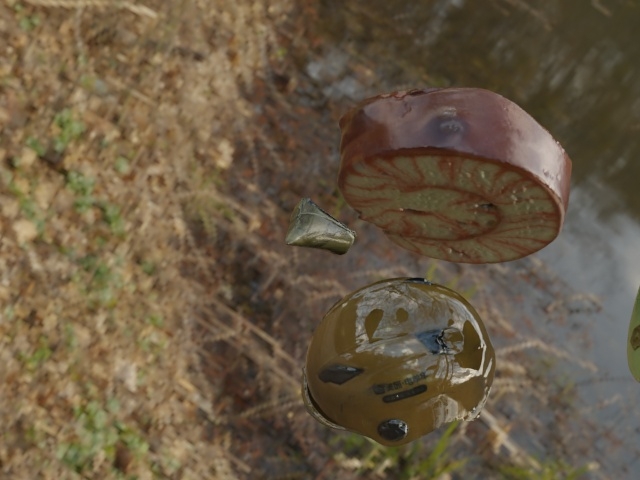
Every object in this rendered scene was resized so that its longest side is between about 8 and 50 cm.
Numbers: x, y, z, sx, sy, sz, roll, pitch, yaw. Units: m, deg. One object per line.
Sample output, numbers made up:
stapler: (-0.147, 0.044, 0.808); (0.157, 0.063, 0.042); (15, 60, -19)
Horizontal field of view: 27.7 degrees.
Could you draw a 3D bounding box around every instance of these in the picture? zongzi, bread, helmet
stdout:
zongzi: (0.000, 0.000, 1.385); (0.076, 0.040, 0.083); (33, 29, -13)
bread: (0.182, -0.085, 1.733); (0.328, 0.295, 0.114); (44, 50, -49)
helmet: (0.084, 0.118, 1.458); (0.224, 0.130, 0.198); (-7, 40, 0)

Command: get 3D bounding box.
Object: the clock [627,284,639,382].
clock: (0.472, 0.047, 1.388); (0.117, 0.286, 0.348); (18, -1, -14)
